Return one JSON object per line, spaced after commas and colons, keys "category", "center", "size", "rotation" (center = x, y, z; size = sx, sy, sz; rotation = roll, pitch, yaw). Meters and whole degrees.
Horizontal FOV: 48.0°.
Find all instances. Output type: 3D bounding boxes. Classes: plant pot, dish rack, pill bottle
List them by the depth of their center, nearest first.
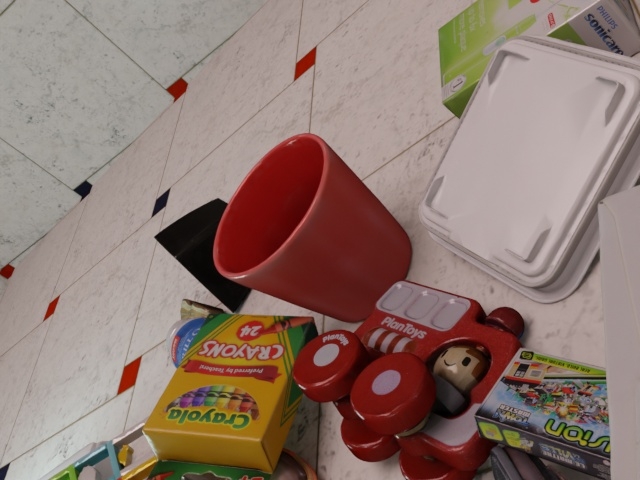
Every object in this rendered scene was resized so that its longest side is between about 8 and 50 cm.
{"category": "dish rack", "center": [0.275, -0.113, 0.962], "size": [0.285, 0.072, 0.332], "rotation": [36, 105, 45]}
{"category": "plant pot", "center": [0.000, 0.000, 1.187], "size": [0.275, 0.243, 0.275], "rotation": [-36, 35, 30]}
{"category": "pill bottle", "center": [-0.225, 0.219, 1.417], "size": [0.221, 0.124, 0.124], "rotation": [9, 68, 58]}
{"category": "plant pot", "center": [-0.223, 0.015, 1.570], "size": [0.167, 0.188, 0.187], "rotation": [-47, 29, -8]}

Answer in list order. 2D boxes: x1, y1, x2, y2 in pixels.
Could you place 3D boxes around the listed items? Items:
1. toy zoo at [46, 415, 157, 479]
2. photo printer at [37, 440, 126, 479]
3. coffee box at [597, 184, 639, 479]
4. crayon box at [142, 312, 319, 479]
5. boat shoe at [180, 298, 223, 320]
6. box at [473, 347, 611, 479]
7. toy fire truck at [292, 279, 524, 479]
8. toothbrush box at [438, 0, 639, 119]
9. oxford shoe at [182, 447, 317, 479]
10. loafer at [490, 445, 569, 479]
{"category": "toy zoo", "center": [-0.389, 0.468, 1.391], "size": [0.293, 0.030, 0.192], "rotation": [-31, 44, -4]}
{"category": "photo printer", "center": [-0.547, 0.599, 1.527], "size": [0.307, 0.107, 0.256], "rotation": [-37, 35, 30]}
{"category": "coffee box", "center": [0.395, 0.136, 0.395], "size": [0.338, 0.334, 0.338], "rotation": [-23, 45, 42]}
{"category": "crayon box", "center": [-0.138, 0.248, 1.137], "size": [0.202, 0.081, 0.318], "rotation": [-1, 36, 19]}
{"category": "boat shoe", "center": [-0.266, 0.175, 1.591], "size": [0.190, 0.068, 0.072], "rotation": [-2, 72, 66]}
{"category": "box", "center": [0.275, 0.180, 0.728], "size": [0.207, 0.036, 0.114], "rotation": [9, 41, 41]}
{"category": "toy fire truck", "center": [0.133, 0.165, 0.936], "size": [0.254, 0.169, 0.302], "rotation": [-46, 30, -21]}
{"category": "toothbrush box", "center": [0.335, -0.323, 1.143], "size": [0.283, 0.122, 0.206], "rotation": [-29, 40, 36]}
{"category": "oxford shoe", "center": [-0.149, 0.368, 1.148], "size": [0.364, 0.133, 0.130], "rotation": [-5, 56, 50]}
{"category": "loafer", "center": [0.262, 0.311, 0.676], "size": [0.095, 0.109, 0.302], "rotation": [-19, 37, -4]}
